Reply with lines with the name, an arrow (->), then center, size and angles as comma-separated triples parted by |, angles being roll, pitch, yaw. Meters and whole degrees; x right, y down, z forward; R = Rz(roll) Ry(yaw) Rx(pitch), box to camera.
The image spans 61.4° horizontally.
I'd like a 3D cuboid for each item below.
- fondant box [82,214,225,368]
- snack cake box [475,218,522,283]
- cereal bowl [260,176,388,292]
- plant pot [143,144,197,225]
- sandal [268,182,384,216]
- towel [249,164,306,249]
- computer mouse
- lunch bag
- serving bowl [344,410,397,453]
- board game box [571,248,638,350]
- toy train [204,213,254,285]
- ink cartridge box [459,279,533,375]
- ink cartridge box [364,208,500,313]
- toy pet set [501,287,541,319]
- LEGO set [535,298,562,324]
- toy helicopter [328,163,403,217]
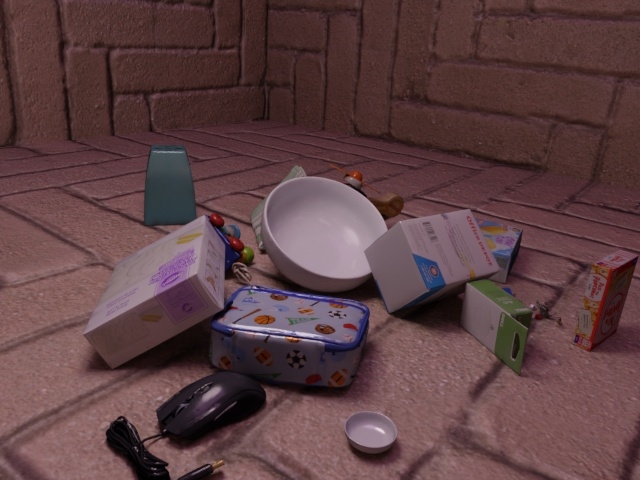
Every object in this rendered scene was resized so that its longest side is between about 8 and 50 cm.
fondant box -> -0.324, 0.088, 1.114 | 0.238, 0.096, 0.330 | -28, 24, 2
snack cake box -> 0.494, 0.025, 1.581 | 0.152, 0.089, 0.264 | 12, 22, 23
cereal bowl -> 0.000, 0.000, 1.400 | 0.339, 0.141, 0.339 | 12, 47, -13
plant pot -> -0.492, -0.186, 1.754 | 0.165, 0.234, 0.166 | -2, 22, -16
sandal -> 0.028, -0.151, 1.933 | 0.445, 0.107, 0.167 | 7, 21, 8
towel -> -0.121, -0.107, 1.665 | 0.038, 0.248, 0.325 | 42, 7, -24
computer mouse -> -0.179, 0.276, 0.833 | 0.262, 0.060, 0.184 | -12, 25, -36
lunch bag -> -0.060, 0.174, 1.059 | 0.303, 0.115, 0.243 | 9, 19, 11
serving bowl -> 0.078, 0.306, 0.846 | 0.083, 0.027, 0.083 | 3, 20, -1
board game box -> 0.622, 0.129, 1.180 | 0.146, 0.193, 0.045 | -15, 28, -40
toy train -> -0.218, 0.045, 1.415 | 0.248, 0.105, 0.143 | 48, 14, 16
ink cartridge box -> 0.381, 0.176, 1.131 | 0.062, 0.109, 0.209 | -4, 22, -19
ink cartridge box -> 0.262, 0.049, 1.276 | 0.232, 0.168, 0.171 | -9, 69, -31
toy pet set -> 0.460, 0.139, 1.305 | 0.114, 0.065, 0.122 | -3, 21, -17
LEGO set -> 0.534, 0.170, 1.275 | 0.023, 0.054, 0.083 | -35, 24, 2
toy helicopter -> 0.119, -0.121, 1.694 | 0.355, 0.235, 0.140 | -6, 27, -32
